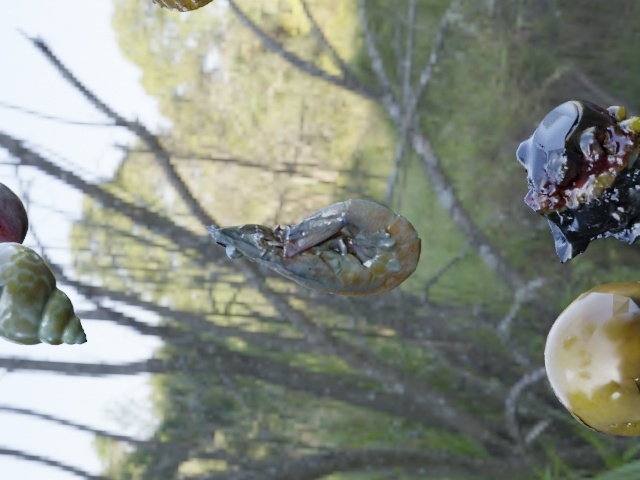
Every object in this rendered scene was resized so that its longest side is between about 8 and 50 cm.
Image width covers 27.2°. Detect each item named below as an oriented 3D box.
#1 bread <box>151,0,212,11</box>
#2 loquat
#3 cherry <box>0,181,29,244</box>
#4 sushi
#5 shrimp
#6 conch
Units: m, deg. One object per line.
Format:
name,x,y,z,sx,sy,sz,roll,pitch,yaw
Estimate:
bread,-0.196,-0.435,1.847,0.240,0.139,0.240,-5,84,47
loquat,0.446,0.174,1.945,0.235,0.235,0.235,3,-90,-89
cherry,-0.587,-0.051,2.328,0.188,0.115,0.148,65,-179,-77
sushi,0.325,-0.088,1.603,0.150,0.172,0.153,48,-155,-30
shrimp,0.000,0.000,1.861,0.062,0.317,0.164,-109,37,-53
conch,-0.341,0.057,1.370,0.116,0.173,0.106,-163,69,-65
